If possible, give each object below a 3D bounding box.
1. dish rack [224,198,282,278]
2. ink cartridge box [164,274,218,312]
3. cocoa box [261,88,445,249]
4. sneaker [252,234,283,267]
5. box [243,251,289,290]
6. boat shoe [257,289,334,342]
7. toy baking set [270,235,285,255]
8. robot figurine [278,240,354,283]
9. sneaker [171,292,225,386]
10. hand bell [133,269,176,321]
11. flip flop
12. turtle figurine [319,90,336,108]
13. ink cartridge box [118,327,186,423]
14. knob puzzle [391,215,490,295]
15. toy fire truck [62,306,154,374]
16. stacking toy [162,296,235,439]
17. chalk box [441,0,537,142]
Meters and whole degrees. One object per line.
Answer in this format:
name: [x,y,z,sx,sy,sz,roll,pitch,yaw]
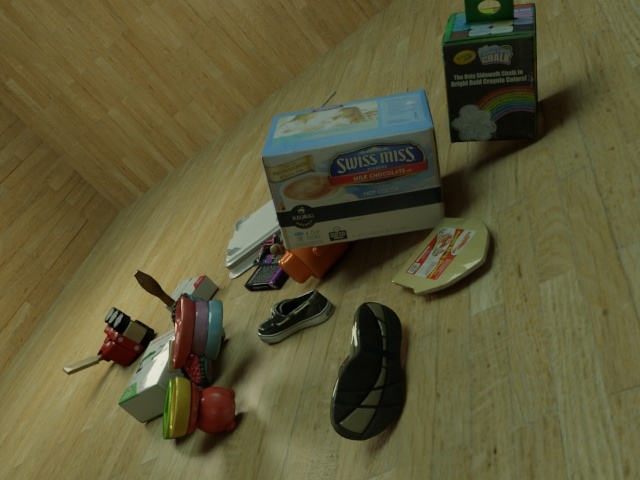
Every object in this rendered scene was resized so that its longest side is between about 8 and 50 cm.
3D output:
dish rack: [-0.163,-0.051,2.033,0.332,0.072,0.286,-36,24,21]
ink cartridge box: [-0.393,0.171,2.030,0.150,0.063,0.109,-15,36,51]
cocoa box: [0.075,-0.154,1.417,0.346,0.228,0.231,-8,31,8]
sneaker: [-0.152,0.027,1.886,0.119,0.057,0.047,-39,24,14]
box: [-0.127,0.082,1.781,0.162,0.029,0.116,-8,40,54]
boat shoe: [-0.070,0.161,1.478,0.219,0.070,0.078,-28,27,35]
toy baking set: [-0.044,-0.024,1.728,0.196,0.030,0.256,-37,-3,-1]
robot figurine: [-0.001,0.000,1.579,0.128,0.158,0.219,40,82,27]
sneaker: [-0.282,0.241,1.655,0.104,0.125,0.262,-47,44,32]
hand bell: [-0.419,0.165,1.845,0.126,0.242,0.126,-36,22,17]
flip flop: [0.074,0.216,1.107,0.277,0.112,0.080,-77,13,-50]
turtle figurine: [-0.032,-0.289,2.127,0.274,0.198,0.266,-38,4,-16]
ink cartridge box: [-0.393,0.331,1.698,0.160,0.092,0.219,-30,26,29]
knob puzzle: [0.241,0.033,1.230,0.213,0.030,0.213,-36,22,17]
toy fire truck: [-0.673,0.344,2.113,0.217,0.158,0.246,5,64,62]
stacking toy: [-0.263,0.295,1.470,0.279,0.130,0.309,123,150,-57]
chalk box: [0.349,-0.369,1.362,0.180,0.289,0.179,0,35,18]
